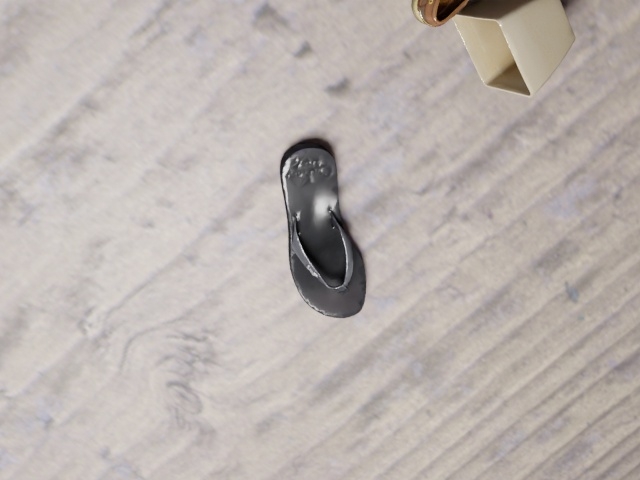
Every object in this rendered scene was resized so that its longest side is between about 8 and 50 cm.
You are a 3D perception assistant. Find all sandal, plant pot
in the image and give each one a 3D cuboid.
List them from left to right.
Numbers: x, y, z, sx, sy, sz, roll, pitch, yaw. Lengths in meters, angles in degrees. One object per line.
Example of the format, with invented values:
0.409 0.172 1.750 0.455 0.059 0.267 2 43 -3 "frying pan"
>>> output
-0.001 0.000 1.217 0.097 0.054 0.255 -19 117 -4 "sandal"
0.245 -0.253 1.139 0.096 0.109 0.109 -36 117 -9 "plant pot"

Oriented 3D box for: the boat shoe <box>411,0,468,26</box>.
0.182 -0.329 1.109 0.064 0.060 0.178 32 103 -24 "boat shoe"
